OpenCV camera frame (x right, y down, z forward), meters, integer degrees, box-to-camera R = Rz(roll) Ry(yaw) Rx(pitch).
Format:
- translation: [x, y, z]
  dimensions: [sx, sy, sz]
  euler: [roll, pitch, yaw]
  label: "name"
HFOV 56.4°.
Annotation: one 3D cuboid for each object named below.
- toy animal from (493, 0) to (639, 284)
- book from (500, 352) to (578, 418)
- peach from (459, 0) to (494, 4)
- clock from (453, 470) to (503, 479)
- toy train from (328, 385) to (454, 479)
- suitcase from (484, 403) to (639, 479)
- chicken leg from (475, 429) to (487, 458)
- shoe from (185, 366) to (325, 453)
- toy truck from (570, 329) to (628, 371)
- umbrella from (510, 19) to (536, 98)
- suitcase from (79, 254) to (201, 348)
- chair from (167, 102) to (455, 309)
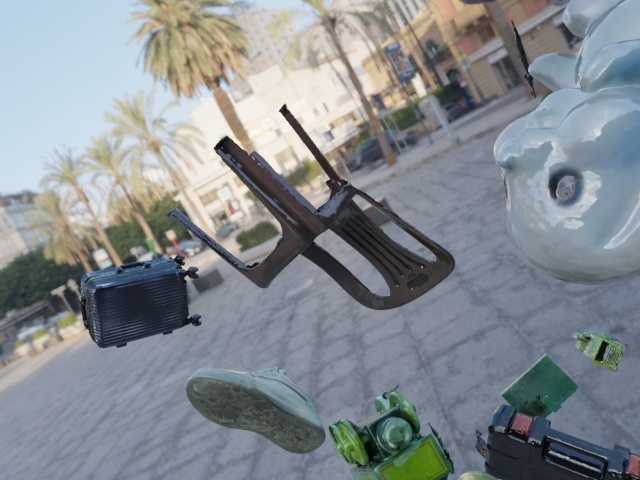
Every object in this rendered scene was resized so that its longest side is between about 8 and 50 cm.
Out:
- translation: [0.264, -0.101, 0.510]
  dimensions: [0.289, 0.174, 0.249]
  euler: [-49, 11, 15]
  label: "toy animal"
- translation: [0.476, 0.328, 1.291]
  dimensions: [0.135, 0.103, 0.017]
  euler: [-46, -15, 10]
  label: "book"
- translation: [0.373, -0.624, 1.359]
  dimensions: [0.152, 0.152, 0.152]
  euler: [-29, 5, 3]
  label: "peach"
- translation: [0.236, 0.509, 0.840]
  dimensions: [0.308, 0.235, 0.096]
  euler: [-60, -5, -1]
  label: "clock"
- translation: [0.123, 0.394, 1.118]
  dimensions: [0.159, 0.188, 0.271]
  euler: [-26, -14, -17]
  label: "toy train"
- translation: [0.426, 0.406, 1.020]
  dimensions: [0.285, 0.206, 0.066]
  euler: [15, 41, 28]
  label: "suitcase"
- translation: [0.352, 0.441, 1.270]
  dimensions: [0.036, 0.021, 0.083]
  euler: [-36, 44, -11]
  label: "chicken leg"
- translation: [-0.126, 0.323, 1.265]
  dimensions: [0.124, 0.316, 0.159]
  euler: [-48, 19, 24]
  label: "shoe"
- translation: [0.681, 0.262, 1.478]
  dimensions: [0.169, 0.100, 0.077]
  euler: [-8, -61, -79]
  label: "toy truck"
- translation: [0.350, -0.307, 1.020]
  dimensions: [0.022, 0.149, 0.022]
  euler: [-24, 32, 10]
  label: "umbrella"
- translation: [-0.206, 0.068, 0.683]
  dimensions: [0.126, 0.086, 0.059]
  euler: [-13, 23, -31]
  label: "suitcase"
- translation: [0.000, 0.000, 0.777]
  dimensions: [0.175, 0.326, 0.183]
  euler: [-45, 2, 43]
  label: "chair"
